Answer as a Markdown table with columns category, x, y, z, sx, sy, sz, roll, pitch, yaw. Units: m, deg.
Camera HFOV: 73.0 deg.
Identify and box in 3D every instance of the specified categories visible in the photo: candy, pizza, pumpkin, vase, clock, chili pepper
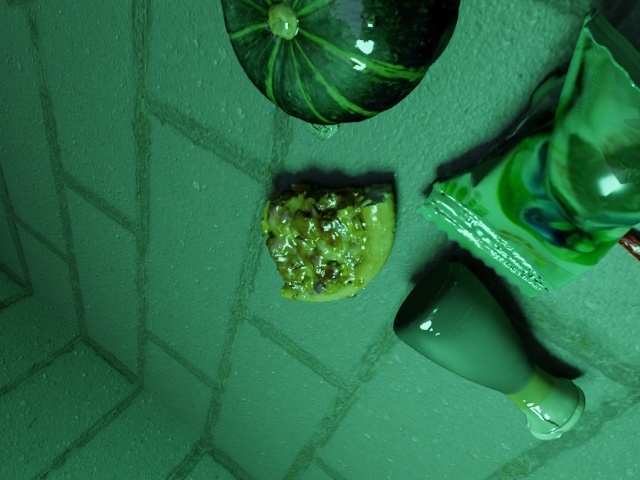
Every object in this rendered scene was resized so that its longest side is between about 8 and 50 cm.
| category | x | y | z | sx | sy | sz | roll | pitch | yaw |
| --- | --- | --- | --- | --- | --- | --- | --- | --- | --- |
| candy | 0.310 | -0.060 | 0.583 | 0.263 | 0.172 | 0.398 | 45 | 147 | 8 |
| pizza | 0.000 | 0.000 | 0.886 | 0.278 | 0.114 | 0.408 | 46 | 132 | -6 |
| pumpkin | 0.017 | -0.313 | 0.566 | 0.323 | 0.241 | 0.324 | 18 | 126 | 27 |
| vase | 0.300 | 0.197 | 0.765 | 0.321 | 0.173 | 0.173 | 40 | 134 | -2 |
| clock | -0.001 | -0.227 | 0.798 | 0.083 | 0.010 | 0.074 | 53 | 135 | -3 |
| chili pepper | 0.479 | 0.028 | 0.603 | 0.178 | 0.027 | 0.045 | 36 | 134 | 14 |
